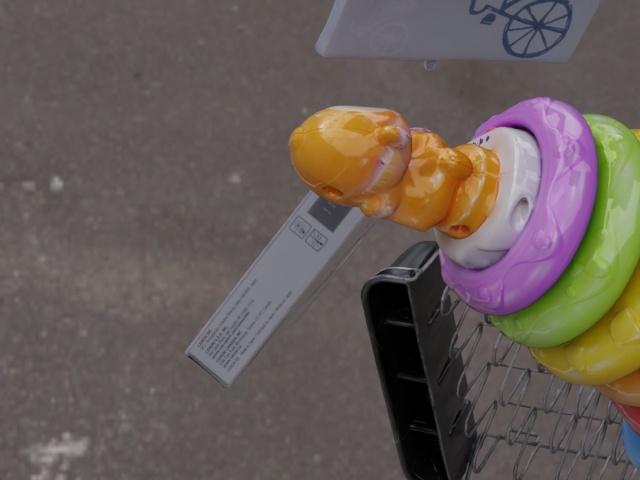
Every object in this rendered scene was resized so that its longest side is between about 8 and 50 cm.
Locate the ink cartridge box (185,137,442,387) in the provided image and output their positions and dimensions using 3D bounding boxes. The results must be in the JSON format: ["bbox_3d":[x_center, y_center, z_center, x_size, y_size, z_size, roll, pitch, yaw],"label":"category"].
[{"bbox_3d":[0.000,0.000,1.409,0.060,0.275,0.239,39,20,3],"label":"ink cartridge box"}]

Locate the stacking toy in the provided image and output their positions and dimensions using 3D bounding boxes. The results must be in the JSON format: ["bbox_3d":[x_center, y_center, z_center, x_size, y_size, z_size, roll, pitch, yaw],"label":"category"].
[{"bbox_3d":[0.116,-0.003,0.673,0.301,0.166,0.175,20,-20,-25],"label":"stacking toy"}]

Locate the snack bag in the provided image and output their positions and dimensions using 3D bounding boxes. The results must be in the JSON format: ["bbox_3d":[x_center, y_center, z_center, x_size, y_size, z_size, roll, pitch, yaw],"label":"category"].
[{"bbox_3d":[0.179,-0.309,1.498,0.342,0.323,0.037,-3,51,-23],"label":"snack bag"}]

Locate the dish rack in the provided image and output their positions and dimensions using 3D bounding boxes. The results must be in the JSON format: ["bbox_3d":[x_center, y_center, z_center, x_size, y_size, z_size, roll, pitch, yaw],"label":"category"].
[{"bbox_3d":[0.176,0.099,0.964,0.271,0.208,0.074,6,39,28],"label":"dish rack"}]
